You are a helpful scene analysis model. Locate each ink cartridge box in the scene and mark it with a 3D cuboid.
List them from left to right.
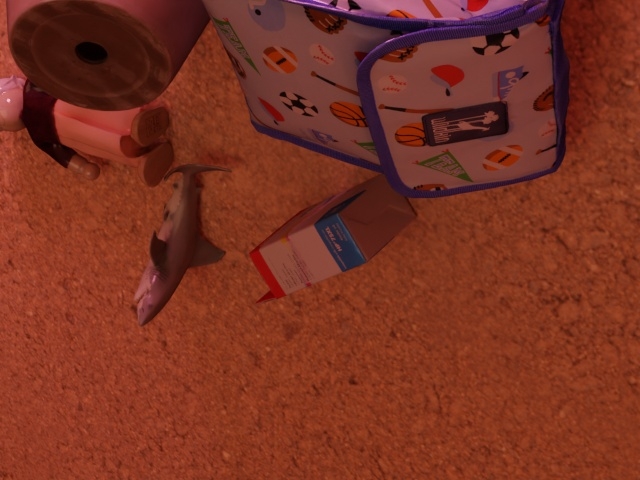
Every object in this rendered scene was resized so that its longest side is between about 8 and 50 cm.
[{"bbox_3d":[0.000,0.000,1.726,0.231,0.134,0.078,-23,102,44],"label":"ink cartridge box"}]

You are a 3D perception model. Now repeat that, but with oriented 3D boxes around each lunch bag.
[{"bbox_3d":[0.082,-0.217,1.391,0.385,0.239,0.328,20,160,21],"label":"lunch bag"}]

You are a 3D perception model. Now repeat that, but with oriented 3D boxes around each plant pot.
[{"bbox_3d":[-0.246,-0.320,1.521,0.323,0.280,0.323,5,144,3],"label":"plant pot"}]

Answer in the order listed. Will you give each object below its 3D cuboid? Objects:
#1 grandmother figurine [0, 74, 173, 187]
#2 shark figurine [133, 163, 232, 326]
[{"bbox_3d":[-0.388,-0.185,1.942,0.342,0.104,0.208,13,116,29],"label":"grandmother figurine"},{"bbox_3d":[-0.193,-0.014,1.921,0.116,0.166,0.278,19,113,-4],"label":"shark figurine"}]
